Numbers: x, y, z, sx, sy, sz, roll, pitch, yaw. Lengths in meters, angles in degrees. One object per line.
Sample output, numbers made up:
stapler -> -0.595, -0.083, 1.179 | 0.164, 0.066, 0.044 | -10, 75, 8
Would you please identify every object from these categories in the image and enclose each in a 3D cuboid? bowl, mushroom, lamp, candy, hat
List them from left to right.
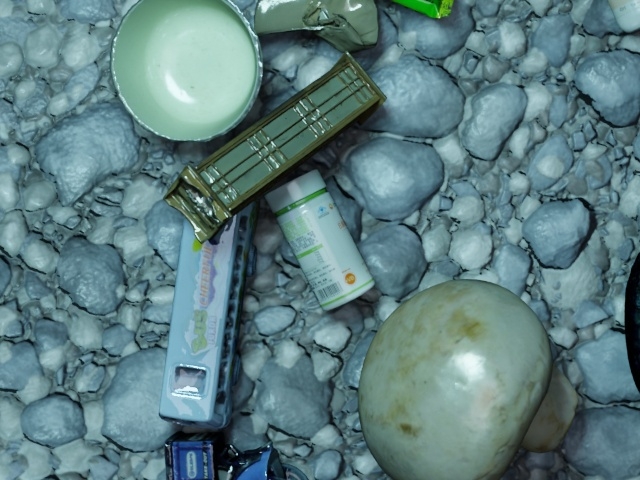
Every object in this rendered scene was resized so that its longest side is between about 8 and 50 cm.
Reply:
bowl -> -0.169, -0.241, 1.526 | 0.211, 0.112, 0.211 | 2, 100, 10
lamp -> -0.054, -0.126, 1.472 | 0.325, 0.090, 0.089 | -40, 90, -31
hat -> -0.008, -0.308, 1.562 | 0.175, 0.085, 0.147 | -8, 51, 18
candy -> 0.102, -0.365, 1.542 | 0.178, 0.032, 0.102 | 22, 49, -4
mushroom -> 0.207, 0.208, 1.480 | 0.290, 0.297, 0.297 | 26, 92, -24

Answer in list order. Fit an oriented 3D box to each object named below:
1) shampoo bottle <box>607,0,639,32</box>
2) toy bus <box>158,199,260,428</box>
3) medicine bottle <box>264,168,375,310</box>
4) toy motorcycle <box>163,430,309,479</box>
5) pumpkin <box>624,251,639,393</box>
shampoo bottle -> 0.415, -0.386, 1.549 | 0.074, 0.074, 0.192 | -24, 92, 1
toy bus -> -0.155, 0.097, 1.535 | 0.109, 0.136, 0.329 | 7, 91, 2
medicine bottle -> 0.000, 0.000, 1.557 | 0.086, 0.086, 0.183 | -27, 92, 1
toy motorcycle -> -0.118, 0.447, 1.560 | 0.213, 0.125, 0.358 | -3, 90, 8
pumpkin -> 0.546, 0.103, 1.466 | 0.238, 0.315, 0.315 | -2, 92, -22
